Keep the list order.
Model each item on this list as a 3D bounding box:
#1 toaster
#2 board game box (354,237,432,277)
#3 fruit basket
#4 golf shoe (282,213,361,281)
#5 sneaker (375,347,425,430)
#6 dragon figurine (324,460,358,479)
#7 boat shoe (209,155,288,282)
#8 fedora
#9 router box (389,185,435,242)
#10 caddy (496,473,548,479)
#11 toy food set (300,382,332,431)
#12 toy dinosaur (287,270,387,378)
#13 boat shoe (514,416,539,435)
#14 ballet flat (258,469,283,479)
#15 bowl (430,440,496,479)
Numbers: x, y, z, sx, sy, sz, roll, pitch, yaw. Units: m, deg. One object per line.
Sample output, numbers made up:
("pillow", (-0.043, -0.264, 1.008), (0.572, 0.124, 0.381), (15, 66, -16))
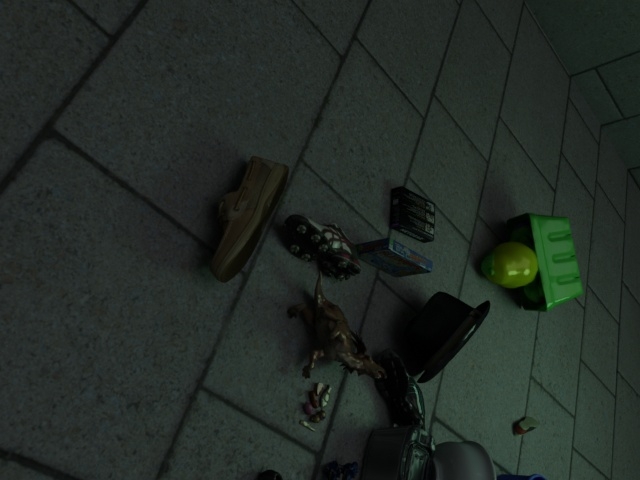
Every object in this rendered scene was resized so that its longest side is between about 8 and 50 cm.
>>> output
("toaster", (0.200, 0.592, 1.506), (0.129, 0.146, 0.227), (35, 57, -33))
("board game box", (0.207, 0.052, 1.655), (0.201, 0.136, 0.035), (26, 63, -37))
("fruit basket", (0.753, 0.088, 2.157), (0.392, 0.283, 0.392), (0, 85, -2))
("golf shoe", (0.000, 0.000, 1.506), (0.273, 0.105, 0.120), (41, 38, -38))
("sneaker", (0.229, 0.423, 1.633), (0.106, 0.101, 0.267), (-32, 106, -63))
("dragon figurine", (0.019, 0.634, 1.336), (0.289, 0.085, 0.144), (-35, 109, -59))
("boat shoe", (-0.182, -0.055, 1.327), (0.110, 0.122, 0.341), (23, 54, 2))
("fedora", (0.347, 0.260, 1.702), (0.152, 0.334, 0.334), (42, 45, 13))
("router box", (0.295, -0.080, 1.839), (0.179, 0.046, 0.133), (21, 66, -40))
("caddy", (0.711, 0.915, 1.913), (0.341, 0.179, 0.241), (39, 56, -32))
("toy food set", (-0.008, 0.406, 1.436), (0.078, 0.019, 0.122), (40, 54, -31))
("toy dinosaur", (0.038, 0.228, 1.462), (0.200, 0.127, 0.296), (0, 67, -52))
("boat shoe", (0.751, 0.680, 2.109), (0.137, 0.049, 0.043), (3, 121, -47))
("ballet flat", (-0.083, 0.586, 1.295), (0.057, 0.049, 0.173), (-47, 115, -42))
("bowl", (0.323, 0.664, 1.547), (0.134, 0.298, 0.298), (25, 61, -14))
